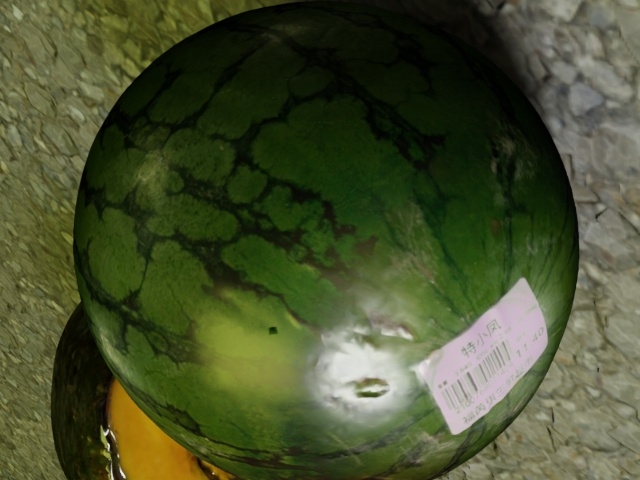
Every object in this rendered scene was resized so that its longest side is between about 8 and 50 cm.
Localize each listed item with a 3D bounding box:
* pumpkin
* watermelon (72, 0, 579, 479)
[{"bbox_3d":[-0.164,0.171,1.272,0.256,0.303,0.225,27,163,-25],"label":"pumpkin"},{"bbox_3d":[0.000,0.000,0.820,0.363,0.363,0.363,30,146,23],"label":"watermelon"}]
